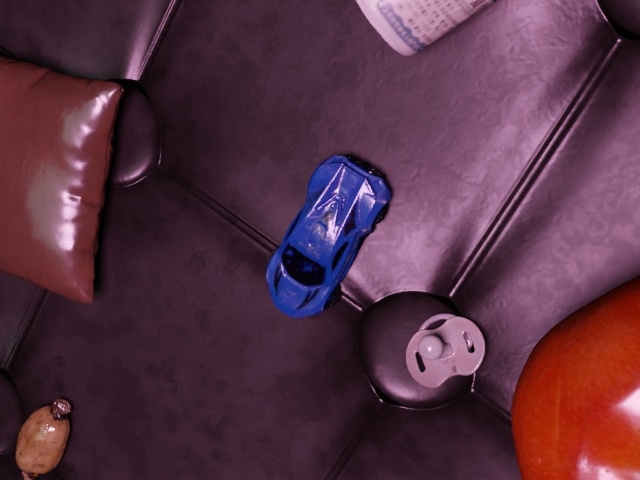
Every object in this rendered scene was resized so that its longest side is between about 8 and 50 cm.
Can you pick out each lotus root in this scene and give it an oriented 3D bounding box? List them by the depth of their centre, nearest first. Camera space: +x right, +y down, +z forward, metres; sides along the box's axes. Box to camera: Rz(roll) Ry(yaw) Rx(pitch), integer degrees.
[{"bbox_3d":[-0.413,0.299,1.192,0.072,0.063,0.152,26,103,8],"label":"lotus root"}]

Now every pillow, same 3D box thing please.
[{"bbox_3d":[-0.413,-0.100,1.111,0.305,0.108,0.308,16,103,19],"label":"pillow"}]

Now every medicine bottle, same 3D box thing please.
[{"bbox_3d":[0.150,-0.307,0.830,0.237,0.139,0.139,-31,85,22],"label":"medicine bottle"}]

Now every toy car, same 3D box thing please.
[{"bbox_3d":[0.000,0.000,0.974,0.103,0.063,0.216,33,108,15],"label":"toy car"}]

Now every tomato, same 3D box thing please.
[{"bbox_3d":[0.356,0.178,0.743,0.341,0.273,0.341,3,105,10],"label":"tomato"}]

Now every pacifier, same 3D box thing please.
[{"bbox_3d":[0.134,0.121,0.928,0.099,0.078,0.081,-28,65,24],"label":"pacifier"}]
